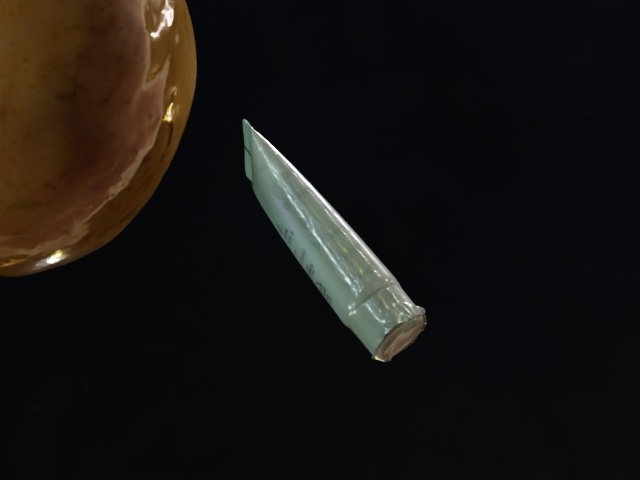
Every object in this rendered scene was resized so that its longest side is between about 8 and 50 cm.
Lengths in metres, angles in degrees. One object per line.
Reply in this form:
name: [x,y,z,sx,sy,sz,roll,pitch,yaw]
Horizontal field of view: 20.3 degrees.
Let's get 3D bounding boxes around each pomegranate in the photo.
pomegranate: [-0.139,-0.083,0.708,0.196,0.196,0.196,-24,-46,-27]

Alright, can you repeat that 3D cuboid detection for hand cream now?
hand cream: [0.000,0.000,1.325,0.050,0.205,0.078,-32,-25,-16]
